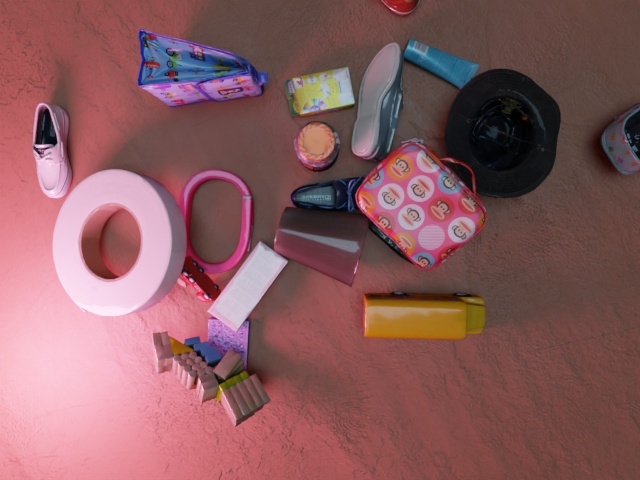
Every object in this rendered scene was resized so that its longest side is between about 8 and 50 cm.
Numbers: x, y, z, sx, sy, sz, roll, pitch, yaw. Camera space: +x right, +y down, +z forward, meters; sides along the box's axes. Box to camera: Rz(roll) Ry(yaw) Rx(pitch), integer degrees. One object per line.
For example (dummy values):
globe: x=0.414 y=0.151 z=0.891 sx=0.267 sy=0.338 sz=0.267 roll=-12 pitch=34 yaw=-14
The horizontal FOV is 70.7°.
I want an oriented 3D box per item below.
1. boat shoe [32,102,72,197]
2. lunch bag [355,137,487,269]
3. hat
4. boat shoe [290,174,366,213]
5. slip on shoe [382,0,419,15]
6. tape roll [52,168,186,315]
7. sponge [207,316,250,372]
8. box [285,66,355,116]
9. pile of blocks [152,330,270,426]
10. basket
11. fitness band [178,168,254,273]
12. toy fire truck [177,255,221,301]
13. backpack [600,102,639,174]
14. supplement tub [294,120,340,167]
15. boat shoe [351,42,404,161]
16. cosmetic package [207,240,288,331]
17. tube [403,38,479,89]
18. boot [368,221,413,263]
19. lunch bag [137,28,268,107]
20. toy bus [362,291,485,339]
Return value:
boat shoe: x=-0.750 y=-0.247 z=1.238 sx=0.095 sy=0.084 sz=0.258 roll=-3 pitch=93 yaw=1
lunch bag: x=0.262 y=-0.102 z=1.126 sx=0.258 sy=0.120 sz=0.293 roll=-43 pitch=92 yaw=18
hat: x=0.461 y=-0.271 z=1.203 sx=0.331 sy=0.134 sz=0.331 roll=0 pitch=88 yaw=-5
boat shoe: x=0.048 y=-0.116 z=1.235 sx=0.258 sy=0.089 sz=0.109 roll=-12 pitch=93 yaw=1
slip on shoe: x=0.131 y=-0.736 z=1.193 sx=0.331 sy=0.101 sz=0.123 roll=40 pitch=95 yaw=0
tape roll: x=-0.539 y=0.007 z=1.202 sx=0.392 sy=0.072 sz=0.392 roll=0 pitch=88 yaw=18
sponge: x=-0.266 y=0.326 z=1.293 sx=0.117 sy=0.031 sz=0.210 roll=4 pitch=94 yaw=0
box: x=-0.002 y=-0.405 z=1.243 sx=0.179 sy=0.043 sz=0.105 roll=-11 pitch=93 yaw=-1
pile of blocks: x=-0.307 y=0.369 z=1.242 sx=0.362 sy=0.149 sz=0.113 roll=33 pitch=136 yaw=9
basket: x=0.000 y=0.000 z=1.216 sx=0.226 sy=0.154 sz=0.204 roll=14 pitch=98 yaw=4
fitness band: x=-0.294 y=-0.053 z=1.261 sx=0.209 sy=0.054 sz=0.291 roll=5 pitch=93 yaw=1
toy fire truck: x=-0.376 y=0.098 z=1.252 sx=0.192 sy=0.135 sz=0.047 roll=53 pitch=49 yaw=-20
backpack: x=0.834 y=-0.266 z=1.184 sx=0.188 sy=0.144 sz=0.166 roll=-34 pitch=94 yaw=-20
supplement tub: x=-0.008 y=-0.244 z=1.177 sx=0.117 sy=0.190 sz=0.117 roll=0 pitch=93 yaw=0
boat shoe: x=0.171 y=-0.371 z=1.231 sx=0.099 sy=0.116 sz=0.320 roll=16 pitch=87 yaw=-40
cosmetic package: x=-0.198 y=0.126 z=1.252 sx=0.099 sy=0.060 sz=0.239 roll=37 pitch=85 yaw=-1
tube: x=0.326 y=-0.485 z=1.233 sx=0.207 sy=0.052 sz=0.080 roll=23 pitch=103 yaw=-5
boot: x=0.259 y=-0.062 z=1.252 sx=0.189 sy=0.076 sz=0.208 roll=43 pitch=86 yaw=-4
lunch bag: x=-0.279 y=-0.426 z=1.155 sx=0.293 sy=0.221 sz=0.138 roll=2 pitch=94 yaw=1
toy bus: x=0.282 y=0.204 z=1.230 sx=0.332 sy=0.130 sz=0.108 roll=1 pitch=93 yaw=1
